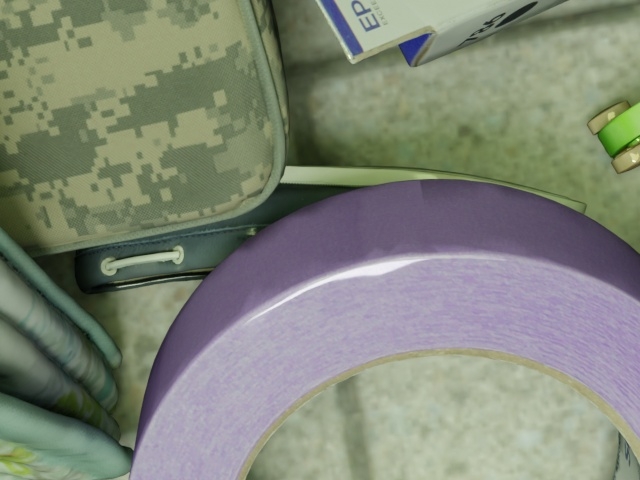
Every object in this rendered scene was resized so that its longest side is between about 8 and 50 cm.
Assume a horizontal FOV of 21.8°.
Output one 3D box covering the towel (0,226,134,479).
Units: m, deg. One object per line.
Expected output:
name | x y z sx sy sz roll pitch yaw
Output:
towel | -0.270 0.056 0.703 0.321 0.374 0.090 -5 72 7

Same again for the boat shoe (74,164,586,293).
boat shoe | 0.000 0.000 0.812 0.255 0.095 0.079 4 86 7

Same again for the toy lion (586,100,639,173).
toy lion | 0.180 -0.073 0.797 0.100 0.096 0.034 -30 84 4

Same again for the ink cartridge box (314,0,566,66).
ink cartridge box | 0.087 -0.189 0.746 0.333 0.065 0.165 -25 84 -32

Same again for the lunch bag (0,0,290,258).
lunch bag | -0.175 -0.138 0.774 0.305 0.256 0.212 -11 127 4

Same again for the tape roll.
tape roll | 0.052 0.114 0.748 0.275 0.090 0.274 0 111 -1
